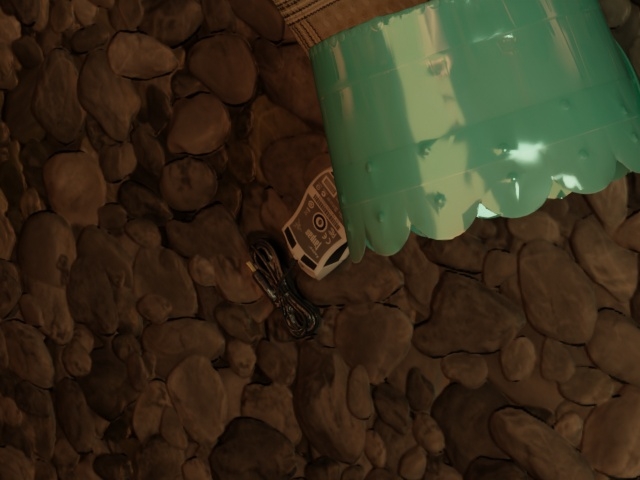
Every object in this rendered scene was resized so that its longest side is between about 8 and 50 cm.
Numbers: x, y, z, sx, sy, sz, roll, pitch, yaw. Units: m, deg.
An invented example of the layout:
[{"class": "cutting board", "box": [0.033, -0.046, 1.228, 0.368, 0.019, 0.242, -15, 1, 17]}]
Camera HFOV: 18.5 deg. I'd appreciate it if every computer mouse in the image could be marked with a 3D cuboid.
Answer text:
[{"class": "computer mouse", "box": [0.000, 0.000, 1.889, 0.106, 0.042, 0.193, 55, 134, 18]}]

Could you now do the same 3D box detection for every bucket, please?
[{"class": "bucket", "box": [0.129, -0.106, 1.617, 0.281, 0.281, 0.183, -16, 91, 39]}]

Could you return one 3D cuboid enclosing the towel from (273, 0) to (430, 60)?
[{"class": "towel", "box": [0.032, -0.324, 1.712, 0.324, 0.056, 0.312, -17, 107, 41]}]
